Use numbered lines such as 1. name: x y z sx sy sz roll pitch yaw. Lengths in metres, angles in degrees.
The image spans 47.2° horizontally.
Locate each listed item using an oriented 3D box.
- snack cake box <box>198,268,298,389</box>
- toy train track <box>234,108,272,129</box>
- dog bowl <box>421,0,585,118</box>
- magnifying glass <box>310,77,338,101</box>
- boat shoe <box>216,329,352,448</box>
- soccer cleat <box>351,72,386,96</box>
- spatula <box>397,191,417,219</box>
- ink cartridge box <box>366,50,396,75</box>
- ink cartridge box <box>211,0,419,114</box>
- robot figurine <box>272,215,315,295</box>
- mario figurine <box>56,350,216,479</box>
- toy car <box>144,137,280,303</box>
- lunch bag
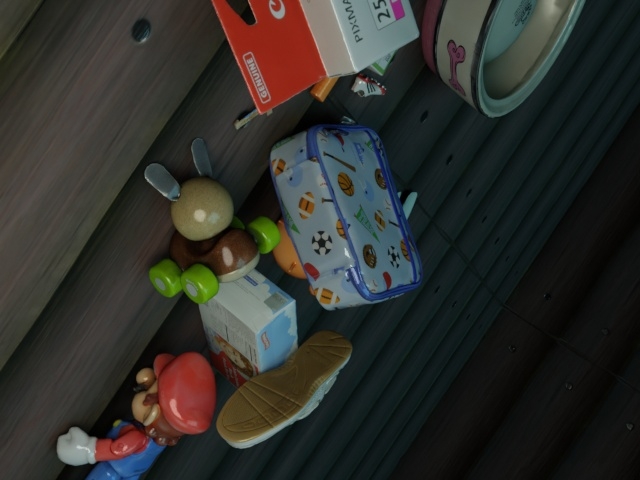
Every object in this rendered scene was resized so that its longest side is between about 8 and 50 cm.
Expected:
1. snack cake box: -0.118 0.163 1.240 0.089 0.152 0.264 -40 150 -29
2. toy train track: -0.092 -0.189 1.047 0.083 0.014 0.048 -41 157 -17
3. dog bowl: 0.342 -0.439 1.340 0.408 0.150 0.408 -40 149 -30
4. magnifying glass: 0.057 -0.318 1.138 0.231 0.026 0.092 -55 154 -1
5. boat shoe: -0.051 0.254 1.176 0.277 0.098 0.096 -31 144 -38
6. soccer cleat: 0.081 -0.258 1.244 0.036 0.029 0.083 -54 152 16
7. spatula: 0.124 -0.003 1.610 0.168 0.019 0.242 -5 124 -59
8. ink cartridge box: 0.020 -0.303 0.996 0.062 0.109 0.209 -60 153 7
9. ink cartridge box: -0.020 -0.315 0.826 0.239 0.060 0.275 -37 115 -34
10. robot figurine: -0.001 -0.002 1.284 0.219 0.128 0.158 -10 132 -57
11. mario figurine: -0.297 0.293 1.169 0.320 0.170 0.198 -49 -169 8
12. toy car: -0.170 -0.036 1.006 0.155 0.149 0.188 -40 121 -36
13. lunch bag: 0.051 -0.047 1.170 0.115 0.303 0.243 -20 173 35
